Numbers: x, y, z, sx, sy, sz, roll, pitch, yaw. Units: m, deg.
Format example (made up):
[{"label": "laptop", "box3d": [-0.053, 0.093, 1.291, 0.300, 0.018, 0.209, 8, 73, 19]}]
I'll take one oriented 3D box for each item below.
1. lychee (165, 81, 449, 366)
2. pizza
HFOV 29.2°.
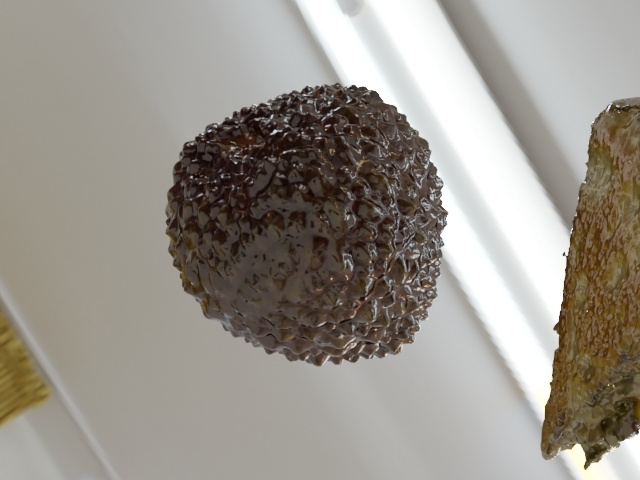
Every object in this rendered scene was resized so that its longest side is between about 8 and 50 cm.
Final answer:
[{"label": "lychee", "box3d": [0.000, 0.000, 1.063, 0.271, 0.271, 0.271, 18, -55, 29]}, {"label": "pizza", "box3d": [0.157, 0.039, 0.601, 0.062, 0.188, 0.199, 10, -54, -6]}]
